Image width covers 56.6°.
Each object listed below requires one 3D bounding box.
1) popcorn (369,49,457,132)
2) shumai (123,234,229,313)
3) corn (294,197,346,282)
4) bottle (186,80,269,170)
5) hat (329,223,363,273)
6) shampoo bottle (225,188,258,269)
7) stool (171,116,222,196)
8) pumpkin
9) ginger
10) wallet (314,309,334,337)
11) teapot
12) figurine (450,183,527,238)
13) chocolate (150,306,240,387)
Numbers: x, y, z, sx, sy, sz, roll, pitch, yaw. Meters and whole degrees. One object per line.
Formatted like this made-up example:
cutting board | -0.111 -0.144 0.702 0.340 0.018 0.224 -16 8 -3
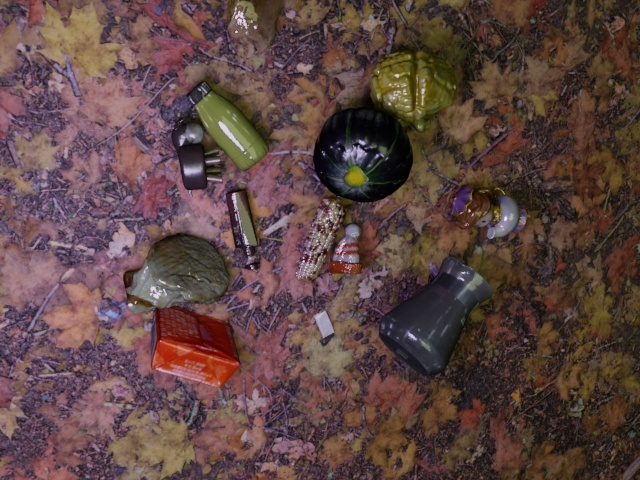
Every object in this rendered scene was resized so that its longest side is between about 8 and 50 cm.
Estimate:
popcorn | 0.273 -0.449 1.769 0.270 0.224 0.258 -48 119 -13
shumai | -0.402 0.113 1.664 0.271 0.222 0.204 18 132 -32
corn | 0.000 0.000 1.811 0.092 0.092 0.281 20 93 -22
bottle | -0.260 -0.320 1.646 0.112 0.112 0.260 -44 110 -8
hat | 0.088 0.026 1.856 0.093 0.112 0.163 8 86 -49
shampoo bottle | -0.225 -0.030 1.737 0.067 0.068 0.237 -15 102 -17
stool | -0.337 -0.231 1.624 0.121 0.125 0.217 -9 94 -9
pumpkin | 0.129 -0.262 1.735 0.295 0.296 0.296 -4 101 -20
ginger | -0.148 -0.654 1.624 0.221 0.130 0.276 -2 106 -29
wallet | 0.012 0.268 1.905 0.044 0.011 0.083 -26 107 -15
teapot | 0.382 0.255 1.935 0.344 0.253 0.300 -46 145 -13
figurine | 0.550 -0.098 1.978 0.263 0.142 0.190 10 64 -20
chocolate | -0.358 0.291 1.654 0.234 0.237 0.108 21 102 -23
